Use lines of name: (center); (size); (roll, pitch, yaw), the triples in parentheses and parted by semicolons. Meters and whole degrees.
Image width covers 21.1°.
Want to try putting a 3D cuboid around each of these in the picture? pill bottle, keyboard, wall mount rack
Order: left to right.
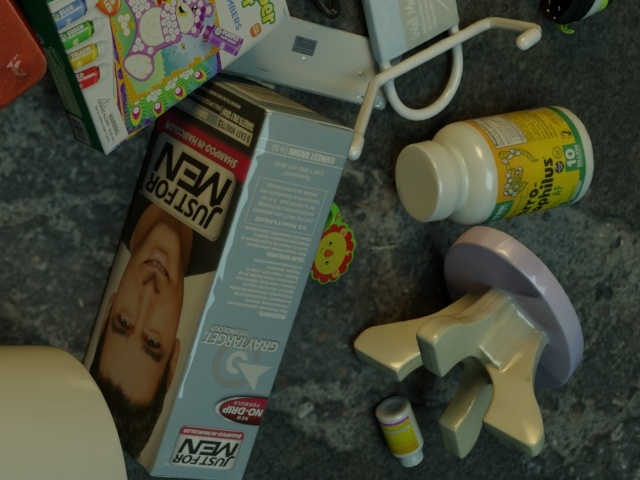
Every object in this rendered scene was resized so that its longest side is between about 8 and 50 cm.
keyboard: (-0.021, -0.195, 1.804); (0.256, 0.014, 0.072); (10, 97, -37)
wall mount rack: (0.083, -0.252, 1.759); (0.304, 0.130, 0.350); (-32, 123, -29)
pill bottle: (0.096, 0.227, 2.032); (0.043, 0.043, 0.083); (-33, 123, -19)
pill bottle: (0.192, -0.080, 1.925); (0.208, 0.117, 0.118); (-11, 115, -30)

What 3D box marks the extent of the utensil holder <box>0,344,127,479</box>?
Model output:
utensil holder: (-0.406, 0.251, 1.529); (0.385, 0.327, 0.328); (-2, 110, -35)

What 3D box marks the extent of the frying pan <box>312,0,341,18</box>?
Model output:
frying pan: (-0.048, -0.367, 1.687); (0.326, 0.053, 0.197); (25, 100, -47)

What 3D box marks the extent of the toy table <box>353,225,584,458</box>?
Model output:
toy table: (0.182, 0.126, 1.937); (0.161, 0.252, 0.274); (-49, 136, -21)

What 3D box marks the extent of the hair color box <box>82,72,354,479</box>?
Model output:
hair color box: (-0.113, 0.032, 1.721); (0.113, 0.185, 0.375); (10, 103, -37)

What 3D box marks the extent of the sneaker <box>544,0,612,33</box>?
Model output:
sneaker: (0.263, -0.332, 1.891); (0.097, 0.084, 0.235); (-34, 124, -17)

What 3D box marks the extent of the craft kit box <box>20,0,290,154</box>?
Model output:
craft kit box: (-0.157, -0.246, 1.586); (0.246, 0.061, 0.250); (-42, 136, -26)

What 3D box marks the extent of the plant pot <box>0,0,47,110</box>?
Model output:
plant pot: (-0.379, -0.185, 1.422); (0.267, 0.235, 0.267); (-40, 126, -15)

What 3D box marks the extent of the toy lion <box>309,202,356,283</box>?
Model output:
toy lion: (0.000, 0.000, 1.885); (0.096, 0.034, 0.100); (-9, 113, -39)
